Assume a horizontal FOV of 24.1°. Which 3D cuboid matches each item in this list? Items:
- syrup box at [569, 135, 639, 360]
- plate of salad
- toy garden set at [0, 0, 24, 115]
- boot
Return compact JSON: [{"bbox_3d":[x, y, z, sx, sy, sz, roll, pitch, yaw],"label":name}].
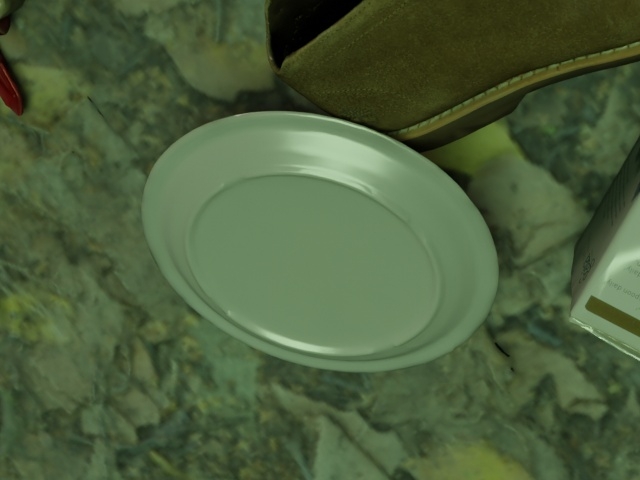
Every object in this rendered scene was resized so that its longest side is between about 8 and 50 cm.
[{"bbox_3d":[0.218,-0.051,0.739,0.096,0.093,0.237,26,114,1],"label":"syrup box"},{"bbox_3d":[0.000,0.000,0.822,0.199,0.048,0.200,9,136,9],"label":"plate of salad"},{"bbox_3d":[-0.258,-0.153,0.828,0.203,0.049,0.244,-12,108,16],"label":"toy garden set"},{"bbox_3d":[0.104,-0.139,0.682,0.305,0.115,0.112,-31,58,30],"label":"boot"}]
